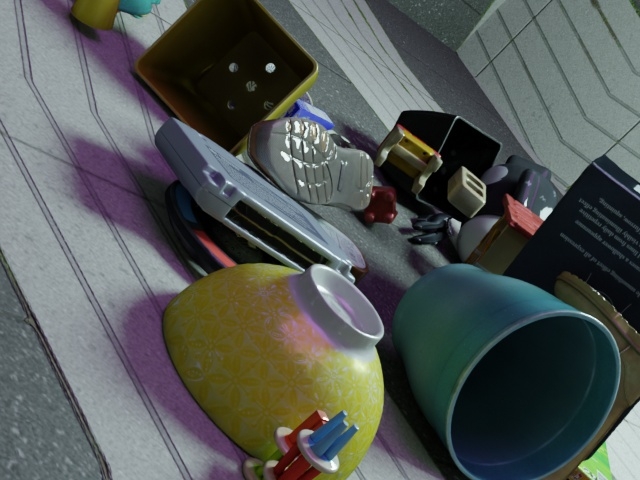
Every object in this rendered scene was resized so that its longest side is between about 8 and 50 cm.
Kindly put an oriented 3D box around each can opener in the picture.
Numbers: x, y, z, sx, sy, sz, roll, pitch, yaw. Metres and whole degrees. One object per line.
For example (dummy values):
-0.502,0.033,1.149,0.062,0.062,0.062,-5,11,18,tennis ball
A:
0.214,-0.017,2.405,0.186,0.073,0.059,-24,109,-68,can opener

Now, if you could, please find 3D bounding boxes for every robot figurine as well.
0.385,-0.042,2.498,0.209,0.173,0.278,57,45,-36,robot figurine

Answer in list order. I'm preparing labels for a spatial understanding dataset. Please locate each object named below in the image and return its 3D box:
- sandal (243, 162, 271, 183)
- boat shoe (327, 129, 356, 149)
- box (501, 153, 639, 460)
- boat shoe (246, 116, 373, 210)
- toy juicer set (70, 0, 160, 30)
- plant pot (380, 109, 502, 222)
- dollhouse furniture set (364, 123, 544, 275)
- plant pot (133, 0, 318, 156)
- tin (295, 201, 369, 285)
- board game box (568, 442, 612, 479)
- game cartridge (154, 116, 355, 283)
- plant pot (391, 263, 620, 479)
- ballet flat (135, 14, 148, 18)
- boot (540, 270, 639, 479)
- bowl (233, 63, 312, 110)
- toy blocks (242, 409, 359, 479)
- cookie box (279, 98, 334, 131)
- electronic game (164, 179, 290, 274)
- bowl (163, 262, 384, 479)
-0.131,-0.081,1.797,0.067,0.040,0.179,50,25,24,sandal
0.027,-0.148,2.215,0.069,0.081,0.228,44,15,10,boat shoe
0.451,0.105,2.015,0.293,0.395,0.212,39,16,10,box
-0.033,-0.110,1.861,0.116,0.123,0.324,7,-9,28,boat shoe
-0.365,-0.433,2.003,0.209,0.089,0.329,33,26,5,toy juicer set
0.234,-0.172,2.565,0.167,0.188,0.187,29,4,42,plant pot
0.233,-0.034,2.251,0.374,0.201,0.152,36,19,-6,dollhouse furniture set
-0.130,-0.262,1.952,0.212,0.212,0.187,47,6,8,plant pot
0.000,0.000,1.908,0.190,0.040,0.106,35,16,-28,tin
0.443,0.352,2.097,0.124,0.039,0.259,43,20,-5,board game box
-0.090,-0.049,1.645,0.294,0.060,0.196,35,14,-39,game cartridge
0.236,0.162,1.730,0.272,0.271,0.255,32,8,-35,plant pot
-0.331,-0.479,2.177,0.080,0.073,0.232,30,23,-37,ballet flat
0.352,0.208,1.835,0.236,0.269,0.089,48,-2,28,boot
-0.102,-0.272,2.210,0.170,0.080,0.170,40,19,-17,bowl
-0.017,0.210,1.219,0.054,0.148,0.123,43,18,-7,toy blocks
-0.044,-0.200,2.162,0.107,0.092,0.040,20,33,-53,cookie box
-0.114,0.004,1.618,0.229,0.048,0.229,41,16,-14,electronic game
-0.020,0.120,1.402,0.289,0.156,0.289,40,18,-16,bowl
